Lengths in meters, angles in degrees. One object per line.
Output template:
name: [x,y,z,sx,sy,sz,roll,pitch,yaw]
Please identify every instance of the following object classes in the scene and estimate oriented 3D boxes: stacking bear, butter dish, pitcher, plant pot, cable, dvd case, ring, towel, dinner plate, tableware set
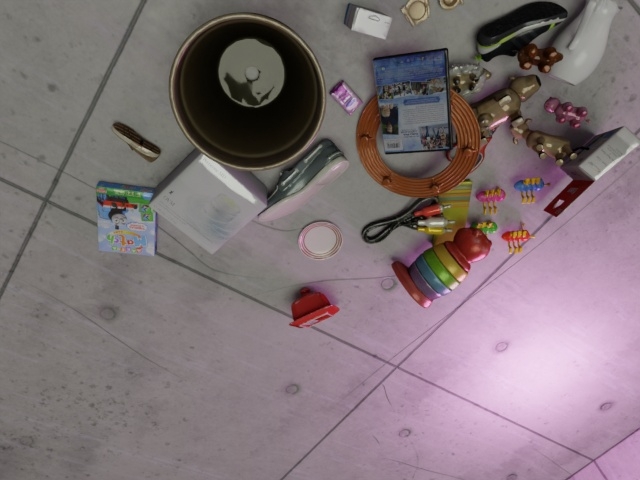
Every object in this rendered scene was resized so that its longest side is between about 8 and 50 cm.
stacking bear: [0.400,0.069,1.451,0.289,0.164,0.175,-41,127,18]
butter dish: [-0.034,0.215,1.531,0.160,0.118,0.160,-26,162,6]
pitcher: [0.656,-0.509,1.157,0.178,0.125,0.207,-10,130,-51]
plant pot: [-0.163,-0.361,1.065,0.323,0.280,0.323,-4,121,-6]
cable: [0.265,-0.059,1.418,0.287,0.072,0.139,-13,124,3]
dvd case: [0.237,-0.342,1.163,0.181,0.022,0.253,0,123,21]
ring: [0.257,-0.261,1.245,0.337,0.032,0.336,11,127,15]
towel: [0.415,-0.083,1.463,0.102,0.021,0.237,-2,122,0]
dinner plate: [0.000,0.000,1.457,0.141,0.017,0.141,-3,120,-6]
tableware set: [0.269,-0.617,1.121,0.169,0.020,0.141,-24,121,6]

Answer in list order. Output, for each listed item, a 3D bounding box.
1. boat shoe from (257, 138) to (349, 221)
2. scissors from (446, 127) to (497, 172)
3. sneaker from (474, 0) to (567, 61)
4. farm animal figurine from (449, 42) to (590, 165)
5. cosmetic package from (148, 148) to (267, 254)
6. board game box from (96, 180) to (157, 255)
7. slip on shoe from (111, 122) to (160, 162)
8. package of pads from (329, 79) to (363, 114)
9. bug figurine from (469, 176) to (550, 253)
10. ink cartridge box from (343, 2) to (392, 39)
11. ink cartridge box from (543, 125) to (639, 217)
boat shoe: [-0.067,-0.167,1.322,0.319,0.116,0.099,-34,76,21]
scissors: [0.495,-0.308,1.337,0.297,0.021,0.109,-41,109,13]
sneaker: [0.508,-0.531,1.186,0.235,0.084,0.097,-18,144,5]
farm animal figurine: [0.517,-0.349,1.227,0.327,0.172,0.330,-12,118,20]
cosmetic package: [-0.303,-0.124,1.274,0.225,0.138,0.224,-40,118,15]
board game box: [-0.559,-0.059,1.335,0.160,0.039,0.211,6,121,-12]
slip on shoe: [-0.494,-0.258,1.222,0.135,0.051,0.041,31,124,-29]
package of pads: [0.069,-0.381,1.229,0.050,0.032,0.083,-43,117,14]
bug figurine: [0.589,-0.089,1.450,0.216,0.072,0.279,-1,126,0]
ink cartridge box: [0.111,-0.523,1.096,0.089,0.122,0.052,10,119,-13]
ink cartridge box: [0.721,-0.188,1.287,0.066,0.296,0.261,46,109,8]
